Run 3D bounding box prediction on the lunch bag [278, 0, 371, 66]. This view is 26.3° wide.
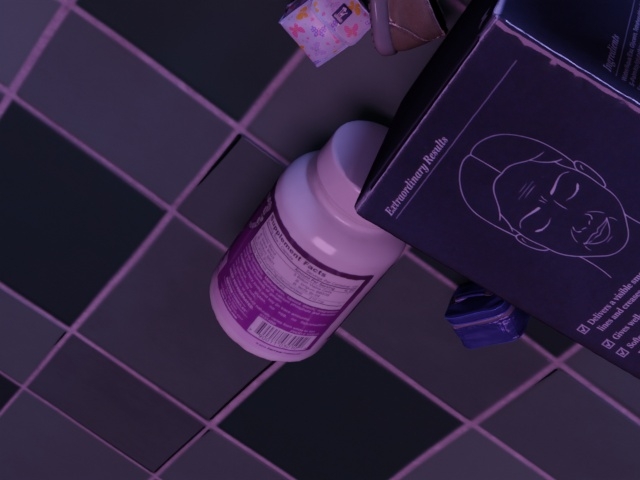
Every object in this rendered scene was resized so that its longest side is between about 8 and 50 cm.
[{"bbox_3d":[0.009,-0.240,1.481,0.083,0.053,0.071,-29,114,30],"label":"lunch bag"}]

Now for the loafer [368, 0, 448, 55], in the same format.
[{"bbox_3d":[0.089,-0.302,1.381,0.087,0.094,0.251,-1,134,8],"label":"loafer"}]

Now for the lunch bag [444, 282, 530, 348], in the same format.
[{"bbox_3d":[0.200,0.085,1.672,0.098,0.067,0.065,-15,121,33],"label":"lunch bag"}]

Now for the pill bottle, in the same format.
[{"bbox_3d":[0.000,0.000,1.610,0.169,0.169,0.301,32,132,-7],"label":"pill bottle"}]

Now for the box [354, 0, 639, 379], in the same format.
[{"bbox_3d":[0.287,-0.080,1.398,0.395,0.212,0.293,30,133,-6],"label":"box"}]
